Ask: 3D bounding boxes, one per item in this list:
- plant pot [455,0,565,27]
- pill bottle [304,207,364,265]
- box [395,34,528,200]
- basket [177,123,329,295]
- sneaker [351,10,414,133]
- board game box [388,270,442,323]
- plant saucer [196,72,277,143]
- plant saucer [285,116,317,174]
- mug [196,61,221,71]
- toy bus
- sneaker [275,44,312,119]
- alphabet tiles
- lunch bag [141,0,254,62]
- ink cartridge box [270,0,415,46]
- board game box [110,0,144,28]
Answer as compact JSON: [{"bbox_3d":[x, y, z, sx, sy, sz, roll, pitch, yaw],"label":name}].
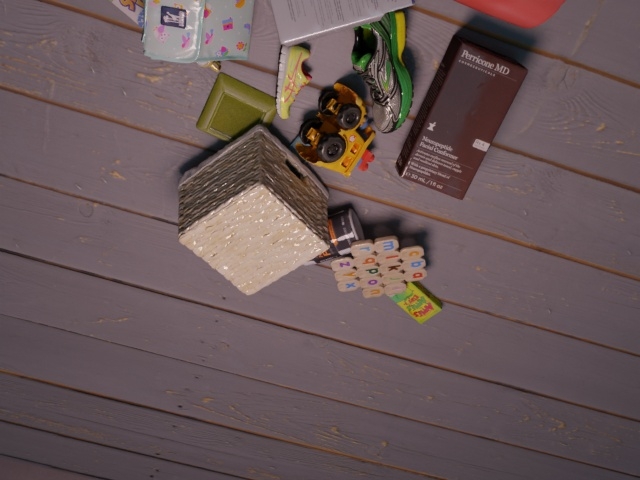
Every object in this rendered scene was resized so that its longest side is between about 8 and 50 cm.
[{"bbox_3d":[0.435,-0.631,1.625,0.243,0.275,0.275,24,123,-26],"label":"plant pot"},{"bbox_3d":[0.000,0.000,2.138,0.245,0.130,0.130,-19,122,14],"label":"pill bottle"},{"bbox_3d":[0.363,-0.317,1.864,0.191,0.143,0.381,19,111,-8],"label":"box"},{"bbox_3d":[-0.189,-0.076,1.989,0.331,0.266,0.328,-30,128,23],"label":"basket"},{"bbox_3d":[0.138,-0.434,1.809,0.146,0.134,0.344,-29,123,-29],"label":"sneaker"},{"bbox_3d":[0.301,0.186,2.305,0.092,0.043,0.181,-39,115,24],"label":"board game box"},{"bbox_3d":[-0.231,-0.340,1.967,0.188,0.045,0.188,23,122,-13],"label":"plant saucer"},{"bbox_3d":[-0.050,-0.267,2.026,0.067,0.018,0.192,32,121,-19],"label":"plant saucer"},{"bbox_3d":[-0.296,-0.483,1.861,0.078,0.064,0.062,14,123,-7],"label":"mug"},{"bbox_3d":[0.075,-0.285,1.935,0.211,0.149,0.220,24,105,-36],"label":"toy bus"},{"bbox_3d":[-0.071,-0.418,1.883,0.094,0.081,0.209,5,121,-7],"label":"sneaker"},{"bbox_3d":[0.179,0.084,2.148,0.278,0.021,0.284,-10,141,7],"label":"alphabet tiles"},{"bbox_3d":[-0.300,-0.550,1.704,0.262,0.160,0.223,-12,130,-32],"label":"lunch bag"},{"bbox_3d":[0.027,-0.655,1.649,0.330,0.071,0.324,-12,96,11],"label":"ink cartridge box"},{"bbox_3d":[-0.436,-0.606,1.803,0.259,0.039,0.124,40,117,-19],"label":"board game box"}]
